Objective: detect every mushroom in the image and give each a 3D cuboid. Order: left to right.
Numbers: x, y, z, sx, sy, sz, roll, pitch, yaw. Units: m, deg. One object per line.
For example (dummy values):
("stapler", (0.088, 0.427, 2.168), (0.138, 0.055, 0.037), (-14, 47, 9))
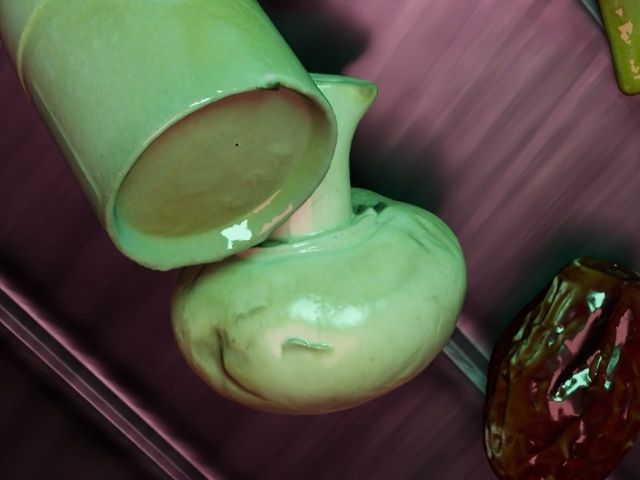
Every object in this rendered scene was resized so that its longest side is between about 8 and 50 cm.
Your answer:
("mushroom", (0.008, 0.026, 1.434), (0.315, 0.315, 0.356), (25, 70, -11))

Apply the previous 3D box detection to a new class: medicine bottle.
("medicine bottle", (-0.178, -0.195, 1.293), (0.236, 0.406, 0.235), (-23, 148, -16))

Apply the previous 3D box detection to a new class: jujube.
("jujube", (0.289, 0.163, 1.542), (0.197, 0.197, 0.290), (15, 107, -7))

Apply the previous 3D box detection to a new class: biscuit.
("biscuit", (0.375, -0.251, 1.414), (0.174, 0.039, 0.183), (-15, 116, 6))
